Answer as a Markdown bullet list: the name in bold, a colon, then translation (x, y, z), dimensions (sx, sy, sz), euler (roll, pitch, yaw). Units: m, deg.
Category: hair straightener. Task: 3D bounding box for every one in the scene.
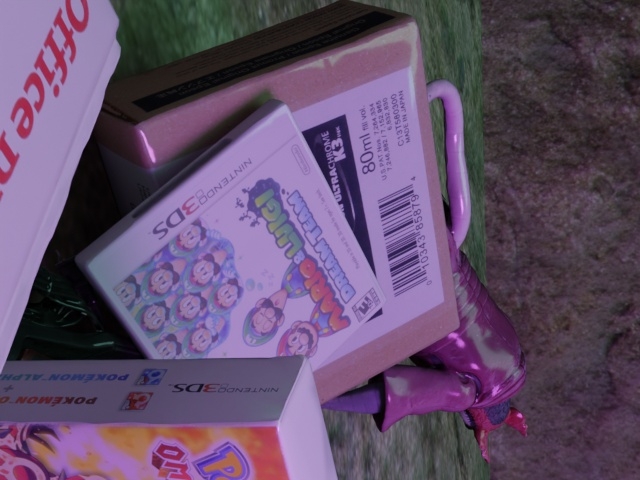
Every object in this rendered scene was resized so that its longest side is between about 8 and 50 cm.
- **hair straightener**: translation (-0.140, 0.046, 0.525), dimensions (0.230, 0.047, 0.089), euler (38, 32, -62)

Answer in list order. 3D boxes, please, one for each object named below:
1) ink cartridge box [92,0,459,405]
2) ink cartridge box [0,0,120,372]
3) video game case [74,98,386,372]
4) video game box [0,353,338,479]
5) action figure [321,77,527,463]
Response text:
- **ink cartridge box**: translation (-0.020, -0.012, 0.656), dimensions (0.193, 0.088, 0.234), euler (-27, 122, -24)
- **ink cartridge box**: translation (-0.177, -0.096, 0.256), dimensions (0.283, 0.117, 0.207), euler (68, 23, -46)
- **video game case**: translation (-0.042, 0.024, 0.579), dimensions (0.143, 0.019, 0.157), euler (-42, 126, -20)
- **video game box**: translation (-0.077, 0.143, 0.433), dimensions (0.048, 0.187, 0.205), euler (-68, 149, -58)
- **action figure**: translation (0.104, 0.038, 0.917), dimensions (0.370, 0.276, 0.248), euler (54, 41, -15)
